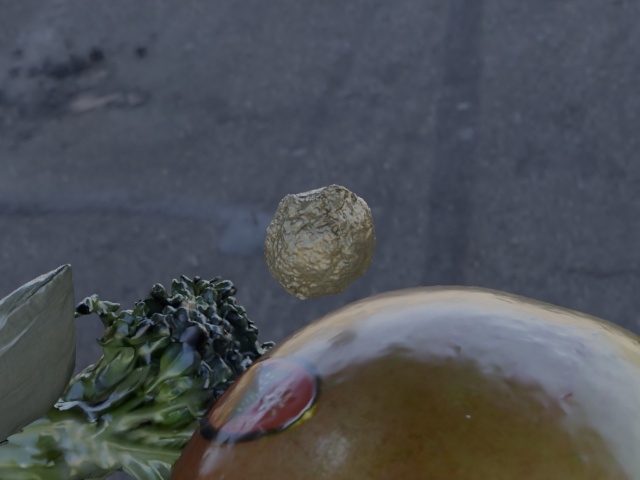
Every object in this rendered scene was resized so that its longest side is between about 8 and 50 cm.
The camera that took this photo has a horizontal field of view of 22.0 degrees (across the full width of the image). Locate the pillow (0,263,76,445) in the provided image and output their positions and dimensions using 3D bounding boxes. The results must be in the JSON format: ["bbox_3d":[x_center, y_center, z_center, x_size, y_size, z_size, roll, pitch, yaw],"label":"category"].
[{"bbox_3d":[-0.235,0.114,0.997,0.050,0.148,0.230,35,55,19],"label":"pillow"}]

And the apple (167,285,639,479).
[{"bbox_3d":[0.082,0.177,0.926,0.338,0.338,0.305,10,47,36],"label":"apple"}]

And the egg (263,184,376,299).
[{"bbox_3d":[0.000,0.000,1.825,0.140,0.118,0.116,-52,45,18],"label":"egg"}]

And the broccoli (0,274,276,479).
[{"bbox_3d":[-0.171,0.124,1.142,0.304,0.165,0.145,-13,-2,13],"label":"broccoli"}]
